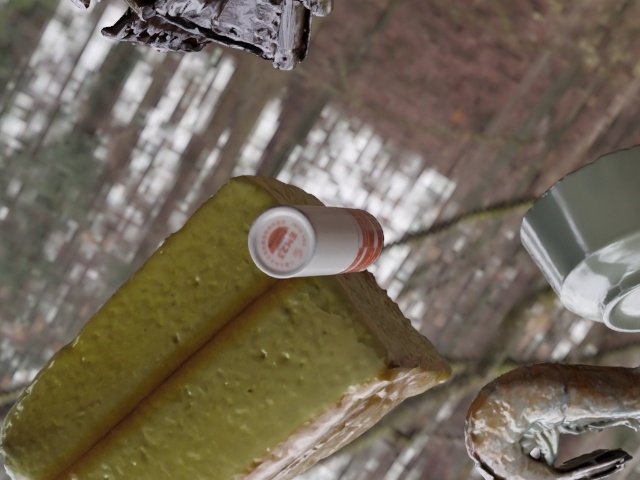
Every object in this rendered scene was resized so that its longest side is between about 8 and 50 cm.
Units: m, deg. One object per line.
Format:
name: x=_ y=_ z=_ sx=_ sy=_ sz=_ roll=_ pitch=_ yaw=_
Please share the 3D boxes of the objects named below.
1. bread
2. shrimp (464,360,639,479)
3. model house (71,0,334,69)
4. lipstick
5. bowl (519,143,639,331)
bread: x=-0.102 y=0.140 z=1.488 sx=0.233 sy=0.361 sz=0.245 roll=52 pitch=-172 yaw=15
shrimp: x=0.232 y=0.165 z=1.377 sx=0.223 sy=0.126 sz=0.047 roll=0 pitch=-165 yaw=-10
model house: x=-0.096 y=-0.239 z=1.138 sx=0.297 sy=0.317 sz=0.282 roll=-22 pitch=-136 yaw=-38
lipstick: x=0.000 y=0.000 z=0.868 sx=0.038 sy=0.038 sz=0.130 roll=37 pitch=-170 yaw=14
bowl: x=0.297 y=0.011 z=1.463 sx=0.211 sy=0.211 sz=0.112 roll=14 pitch=-129 yaw=-40
